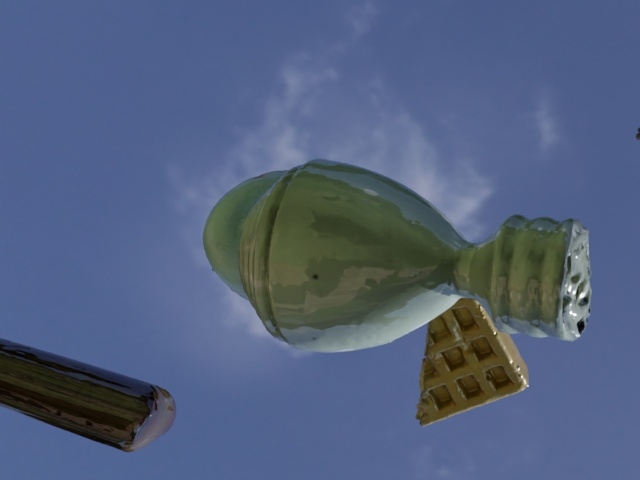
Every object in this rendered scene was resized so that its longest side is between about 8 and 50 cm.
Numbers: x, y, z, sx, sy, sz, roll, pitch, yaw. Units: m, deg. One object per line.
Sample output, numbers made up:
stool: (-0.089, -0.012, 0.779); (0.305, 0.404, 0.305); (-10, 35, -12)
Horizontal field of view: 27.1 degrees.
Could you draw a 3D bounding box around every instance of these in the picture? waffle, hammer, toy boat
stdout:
waffle: (0.097, 0.075, 1.179); (0.125, 0.191, 0.032); (-23, -153, 21)
hammer: (-0.299, 0.068, 0.909); (0.409, 0.242, 0.095); (20, -90, -1)
toy boat: (0.000, 0.000, 1.167); (0.079, 0.208, 0.134); (152, -59, -66)

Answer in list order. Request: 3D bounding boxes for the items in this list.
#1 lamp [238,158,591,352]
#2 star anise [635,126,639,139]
lamp: (0.046, 0.011, 0.709); (0.193, 0.106, 0.106); (3, -95, 24)
star anise: (0.461, -0.143, 1.511); (0.205, 0.061, 0.180); (-22, -87, 14)
